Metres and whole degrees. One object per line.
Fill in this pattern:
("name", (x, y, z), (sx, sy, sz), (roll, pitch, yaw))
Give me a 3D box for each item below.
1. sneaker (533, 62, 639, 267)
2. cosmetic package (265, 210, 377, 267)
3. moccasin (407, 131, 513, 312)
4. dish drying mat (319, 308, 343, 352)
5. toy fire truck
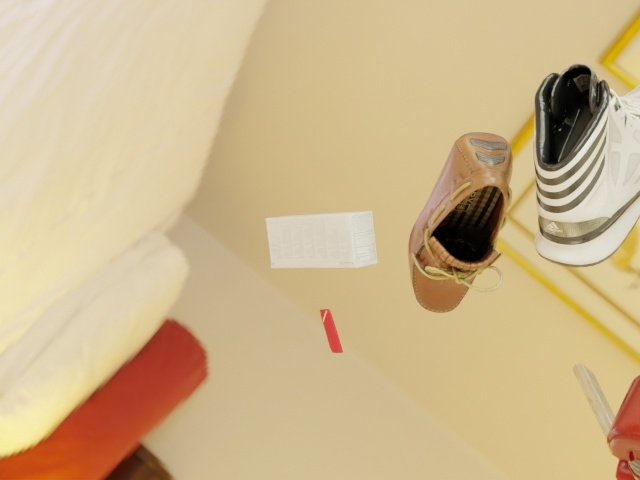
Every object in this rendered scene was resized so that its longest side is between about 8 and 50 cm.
("sneaker", (0.459, -0.183, 1.884), (0.447, 0.169, 0.257), (-47, 138, -37))
("cosmetic package", (0.000, 0.000, 2.277), (0.060, 0.098, 0.239), (-8, -175, -42))
("moccasin", (0.230, 0.000, 1.994), (0.380, 0.139, 0.147), (113, -17, -48))
("dish drying mat", (0.019, 0.165, 2.248), (0.008, 0.083, 0.032), (-20, -173, -37))
("toy fire truck", (0.356, 0.206, 1.326), (0.158, 0.246, 0.217), (-58, 141, -25))
